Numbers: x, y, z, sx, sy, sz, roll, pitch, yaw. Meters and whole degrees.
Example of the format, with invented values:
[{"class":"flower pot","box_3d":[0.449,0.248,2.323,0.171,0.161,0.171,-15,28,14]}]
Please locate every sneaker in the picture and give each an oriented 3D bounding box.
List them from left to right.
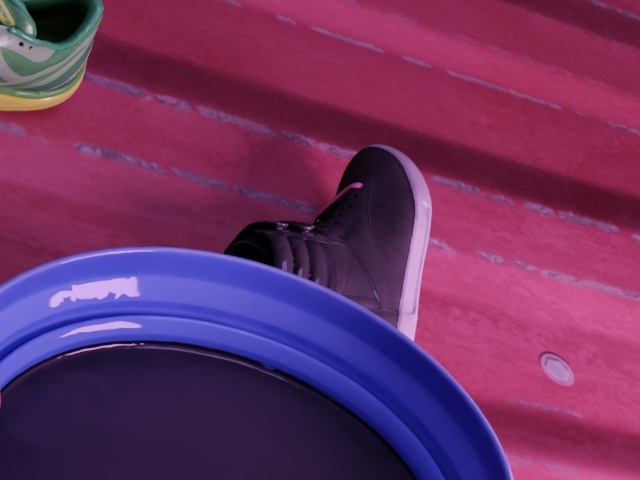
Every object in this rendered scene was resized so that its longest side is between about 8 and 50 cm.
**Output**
[{"class":"sneaker","box_3d":[-0.284,-0.153,1.507,0.109,0.123,0.295,50,37,17]},{"class":"sneaker","box_3d":[0.000,0.000,1.599,0.147,0.104,0.296,30,39,-21]}]

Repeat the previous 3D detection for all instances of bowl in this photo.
[{"class":"bowl","box_3d":[-0.064,0.152,1.323,0.391,0.077,0.391,14,33,-9]}]
